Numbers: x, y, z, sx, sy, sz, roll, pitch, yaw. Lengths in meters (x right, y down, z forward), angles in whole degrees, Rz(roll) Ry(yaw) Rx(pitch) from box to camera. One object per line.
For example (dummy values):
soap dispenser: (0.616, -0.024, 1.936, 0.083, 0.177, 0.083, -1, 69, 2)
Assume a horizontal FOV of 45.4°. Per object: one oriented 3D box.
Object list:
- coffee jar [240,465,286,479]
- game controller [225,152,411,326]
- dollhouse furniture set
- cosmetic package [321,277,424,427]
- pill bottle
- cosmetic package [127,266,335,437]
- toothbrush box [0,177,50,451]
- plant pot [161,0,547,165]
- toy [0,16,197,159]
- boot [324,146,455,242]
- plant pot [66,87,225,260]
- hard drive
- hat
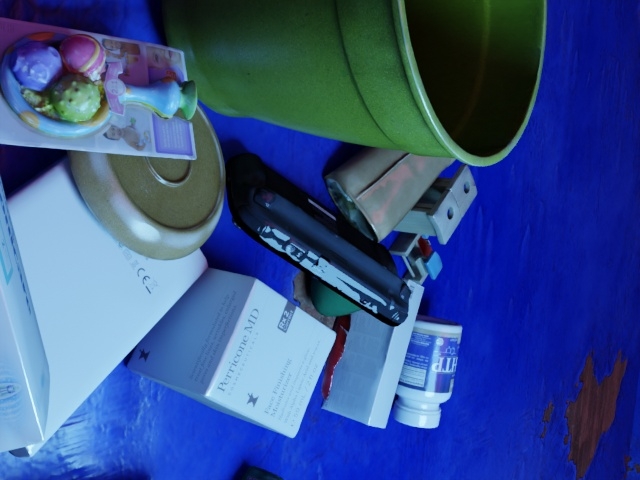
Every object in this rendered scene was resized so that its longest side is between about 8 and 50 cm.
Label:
coffee jar: (-0.110, 0.416, 1.072, 0.184, 0.096, 0.079, -53, 131, -29)
game controller: (0.000, 0.000, 1.037, 0.319, 0.166, 0.067, 35, 106, -31)
dollhouse furniture set: (0.196, -0.026, 1.312, 0.129, 0.129, 0.183, -53, 132, -28)
cosmetic package: (0.087, 0.176, 1.253, 0.060, 0.099, 0.238, 27, 78, -52)
pill bottle: (0.185, 0.233, 1.370, 0.112, 0.112, 0.186, 6, 94, -50)
cosmetic package: (-0.108, 0.138, 0.969, 0.184, 0.152, 0.151, 39, 67, -46)
toothbrush box: (-0.372, 0.065, 0.560, 0.296, 0.126, 0.216, -11, 109, -15)
plant pot: (0.024, -0.266, 0.869, 0.367, 0.353, 0.366, -6, 98, -54)
toy: (-0.231, -0.159, 0.752, 0.237, 0.056, 0.136, 3, 68, -35)
boot: (0.111, -0.167, 1.202, 0.269, 0.089, 0.236, -41, 94, -19)
plant pot: (-0.181, -0.095, 0.862, 0.236, 0.032, 0.236, 27, 56, -50)
hard drive: (-0.255, 0.036, 0.784, 0.203, 0.040, 0.307, 62, 40, -21)
hat: (0.002, 0.090, 1.188, 0.173, 0.183, 0.208, 33, 31, -30)
